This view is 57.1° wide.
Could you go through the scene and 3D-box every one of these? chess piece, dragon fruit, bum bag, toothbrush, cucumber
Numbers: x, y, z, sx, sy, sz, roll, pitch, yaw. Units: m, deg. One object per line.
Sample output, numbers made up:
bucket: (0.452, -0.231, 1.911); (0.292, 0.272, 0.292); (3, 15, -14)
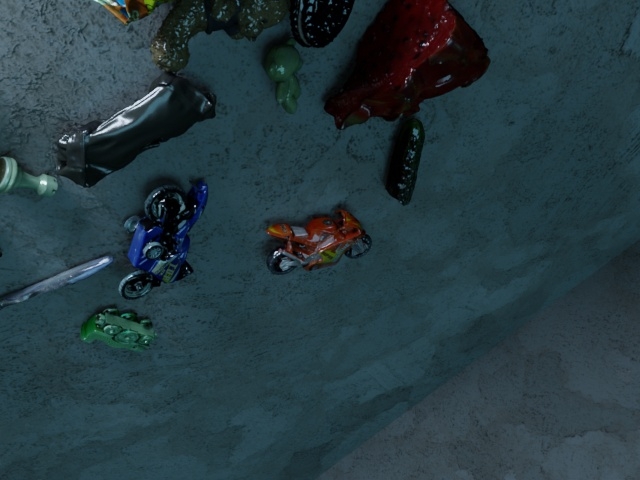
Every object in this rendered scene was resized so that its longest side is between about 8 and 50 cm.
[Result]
chess piece: (-0.547, -0.111, 1.094); (0.067, 0.067, 0.103); (-46, 146, 20)
dragon fruit: (0.198, -0.306, 1.194); (0.329, 0.228, 0.286); (-47, 139, 18)
bum bag: (-0.348, -0.211, 1.094); (0.326, 0.079, 0.142); (-30, 148, -4)
toothbrush: (-0.653, 0.121, 1.298); (0.414, 0.035, 0.042); (-23, 138, -7)
cucumber: (0.208, -0.195, 1.442); (0.075, 0.074, 0.241); (-12, 135, -20)

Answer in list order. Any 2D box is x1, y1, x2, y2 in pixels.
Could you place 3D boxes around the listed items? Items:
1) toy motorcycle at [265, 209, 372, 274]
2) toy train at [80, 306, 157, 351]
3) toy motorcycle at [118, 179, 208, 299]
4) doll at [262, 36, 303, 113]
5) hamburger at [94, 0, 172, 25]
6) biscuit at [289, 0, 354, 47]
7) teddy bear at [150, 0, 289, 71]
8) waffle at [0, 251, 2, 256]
toy motorcycle: (0.000, 0.002, 1.515); (0.298, 0.089, 0.171); (-11, 136, -20)
toy train: (-0.501, 0.232, 1.482); (0.105, 0.071, 0.178); (-35, 140, 20)
toy motorcycle: (-0.339, 0.005, 1.307); (0.169, 0.113, 0.315); (-1, 126, -45)
doll: (-0.073, -0.315, 1.144); (0.150, 0.078, 0.115); (73, 36, -55)
hamburger: (-0.206, -0.440, 0.825); (0.276, 0.261, 0.150); (-48, 128, -22)
biscuit: (0.011, -0.427, 1.023); (0.194, 0.053, 0.194); (-54, 162, -27)
teddy bear: (-0.179, -0.373, 0.970); (0.251, 0.182, 0.129); (-22, 113, -1)
waffle: (-0.778, 0.040, 1.117); (0.329, 0.062, 0.329); (-17, 139, -15)
